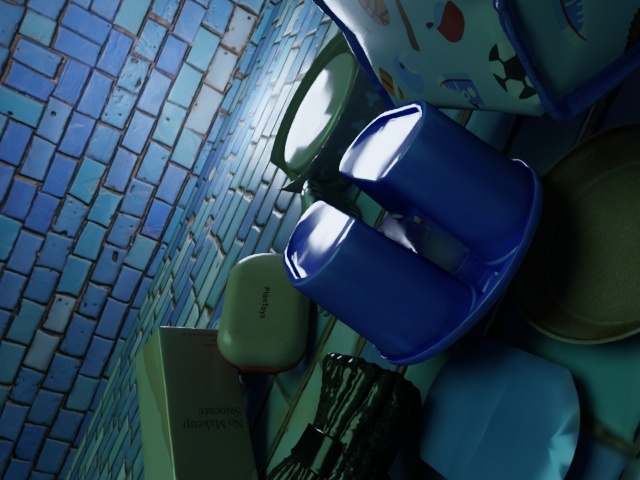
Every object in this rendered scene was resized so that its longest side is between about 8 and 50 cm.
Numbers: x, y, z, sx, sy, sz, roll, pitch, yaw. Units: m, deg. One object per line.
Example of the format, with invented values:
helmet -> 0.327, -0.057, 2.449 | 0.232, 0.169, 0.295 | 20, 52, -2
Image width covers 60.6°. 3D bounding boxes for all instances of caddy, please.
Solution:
caddy -> 0.095, -0.007, 0.602 | 0.241, 0.179, 0.341 | -56, 11, 3

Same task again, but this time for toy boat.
toy boat -> -0.093, 0.139, 0.966 | 0.151, 0.151, 0.231 | 95, 179, -52

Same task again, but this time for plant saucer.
plant saucer -> 0.245, -0.004, 0.461 | 0.198, 0.036, 0.198 | -47, 30, 39

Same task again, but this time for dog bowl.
dog bowl -> 0.022, -0.239, 1.084 | 0.349, 0.102, 0.348 | -48, 29, 38

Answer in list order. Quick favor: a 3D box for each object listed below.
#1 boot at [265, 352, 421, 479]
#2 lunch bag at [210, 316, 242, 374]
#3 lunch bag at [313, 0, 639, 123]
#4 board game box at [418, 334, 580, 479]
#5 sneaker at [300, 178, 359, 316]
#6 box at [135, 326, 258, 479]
boot -> -0.013, 0.277, 0.628 | 0.348, 0.131, 0.260 | -40, 26, 63
lunch bag -> -0.174, 0.218, 1.082 | 0.129, 0.096, 0.151 | -41, 24, 45
lunch bag -> 0.227, -0.293, 0.510 | 0.385, 0.239, 0.328 | -41, 22, -4
board game box -> 0.162, 0.163, 0.490 | 0.133, 0.033, 0.169 | -63, 27, -6
sneaker -> 0.000, 0.000, 0.899 | 0.115, 0.105, 0.281 | -54, 26, 29
box -> -0.209, 0.309, 0.908 | 0.121, 0.148, 0.311 | -48, 48, 36
